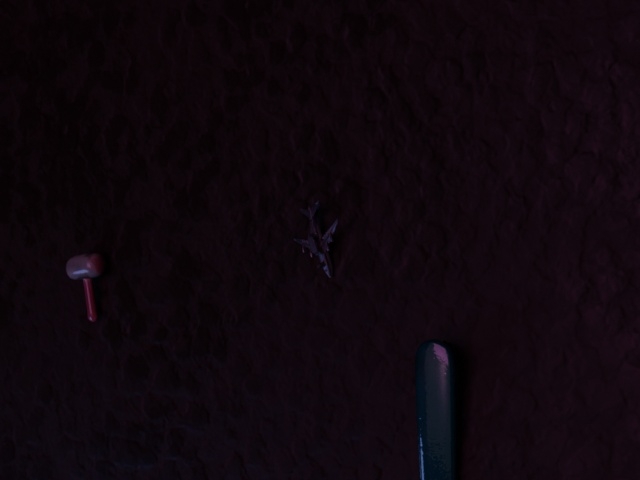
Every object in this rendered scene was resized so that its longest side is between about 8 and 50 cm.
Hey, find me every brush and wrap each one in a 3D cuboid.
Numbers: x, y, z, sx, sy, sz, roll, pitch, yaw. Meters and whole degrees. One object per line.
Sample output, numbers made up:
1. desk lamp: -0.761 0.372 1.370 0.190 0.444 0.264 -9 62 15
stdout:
1. brush: 0.122 0.193 1.387 0.043 0.032 0.193 2 100 28

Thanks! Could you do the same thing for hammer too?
1. hammer: -0.280 0.057 1.653 0.052 0.031 0.083 -10 88 36

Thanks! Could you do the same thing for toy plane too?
1. toy plane: -0.002 -0.001 1.479 0.078 0.024 0.084 -22 75 49
